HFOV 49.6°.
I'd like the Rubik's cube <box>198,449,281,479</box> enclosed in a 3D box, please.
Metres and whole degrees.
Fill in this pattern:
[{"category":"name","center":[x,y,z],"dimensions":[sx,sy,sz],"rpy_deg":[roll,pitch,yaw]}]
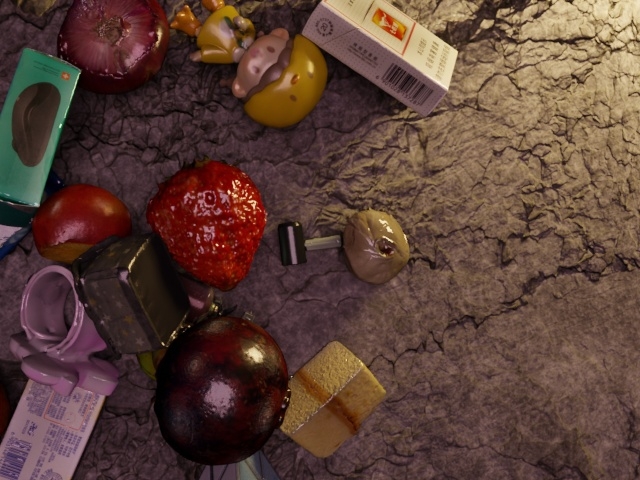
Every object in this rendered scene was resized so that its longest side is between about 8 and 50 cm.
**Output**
[{"category":"Rubik's cube","center":[-0.180,0.578,1.532],"dimensions":[0.228,0.229,0.233],"rpy_deg":[24,129,26]}]

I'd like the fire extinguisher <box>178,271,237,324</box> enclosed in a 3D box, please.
[{"category":"fire extinguisher","center":[-0.320,0.113,1.521],"dimensions":[0.269,0.105,0.105],"rpy_deg":[26,86,-8]}]

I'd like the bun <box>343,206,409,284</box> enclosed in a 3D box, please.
[{"category":"bun","center":[0.131,0.014,1.581],"dimensions":[0.173,0.113,0.167],"rpy_deg":[40,79,-21]}]

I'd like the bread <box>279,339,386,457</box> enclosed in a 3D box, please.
[{"category":"bread","center":[0.018,0.381,1.620],"dimensions":[0.240,0.135,0.178],"rpy_deg":[-43,131,-7]}]

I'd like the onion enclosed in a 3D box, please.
[{"category":"onion","center":[-0.437,-0.420,1.467],"dimensions":[0.248,0.161,0.248],"rpy_deg":[1,86,-13]}]

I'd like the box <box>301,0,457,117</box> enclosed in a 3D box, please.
[{"category":"box","center":[0.139,-0.439,1.541],"dimensions":[0.330,0.210,0.095],"rpy_deg":[32,131,-8]}]

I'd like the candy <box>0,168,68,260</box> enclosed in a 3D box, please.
[{"category":"candy","center":[-0.702,-0.048,1.469],"dimensions":[0.331,0.077,0.187],"rpy_deg":[-42,99,-10]}]

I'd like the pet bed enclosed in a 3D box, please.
[{"category":"pet bed","center":[-0.381,0.111,1.360],"dimensions":[0.159,0.183,0.211],"rpy_deg":[-10,119,18]}]

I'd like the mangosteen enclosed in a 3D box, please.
[{"category":"mangosteen","center":[-0.240,0.303,1.444],"dimensions":[0.359,0.306,0.306],"rpy_deg":[13,88,1]}]

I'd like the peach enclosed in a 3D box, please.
[{"category":"peach","center":[-0.495,-0.019,1.441],"dimensions":[0.190,0.190,0.192],"rpy_deg":[37,48,-8]}]

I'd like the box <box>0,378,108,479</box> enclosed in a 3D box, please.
[{"category":"box","center":[-0.575,0.407,1.484],"dimensions":[0.168,0.097,0.265],"rpy_deg":[22,88,-9]}]

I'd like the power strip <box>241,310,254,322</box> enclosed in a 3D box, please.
[{"category":"power strip","center":[-0.176,0.198,1.590],"dimensions":[0.027,0.017,0.083],"rpy_deg":[25,88,-10]}]

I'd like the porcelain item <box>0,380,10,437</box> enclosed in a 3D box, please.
[{"category":"porcelain item","center":[-0.761,0.342,1.372],"dimensions":[0.253,0.253,0.253],"rpy_deg":[0,91,-10]}]

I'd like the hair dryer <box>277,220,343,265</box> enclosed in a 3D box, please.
[{"category":"hair dryer","center":[0.000,0.000,1.607],"dimensions":[0.197,0.057,0.100],"rpy_deg":[-6,92,-18]}]

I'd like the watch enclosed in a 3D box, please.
[{"category":"watch","center":[-0.516,0.171,1.419],"dimensions":[0.248,0.211,0.217],"rpy_deg":[24,95,32]}]

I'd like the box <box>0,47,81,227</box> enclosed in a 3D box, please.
[{"category":"box","center":[-0.588,-0.195,1.379],"dimensions":[0.118,0.205,0.311],"rpy_deg":[18,70,-23]}]

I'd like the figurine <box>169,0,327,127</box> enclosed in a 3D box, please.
[{"category":"figurine","center":[-0.143,-0.405,1.512],"dimensions":[0.343,0.187,0.215],"rpy_deg":[43,93,-2]}]

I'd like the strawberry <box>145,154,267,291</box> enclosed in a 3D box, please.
[{"category":"strawberry","center":[-0.230,-0.028,1.454],"dimensions":[0.257,0.257,0.277],"rpy_deg":[-19,84,-9]}]
